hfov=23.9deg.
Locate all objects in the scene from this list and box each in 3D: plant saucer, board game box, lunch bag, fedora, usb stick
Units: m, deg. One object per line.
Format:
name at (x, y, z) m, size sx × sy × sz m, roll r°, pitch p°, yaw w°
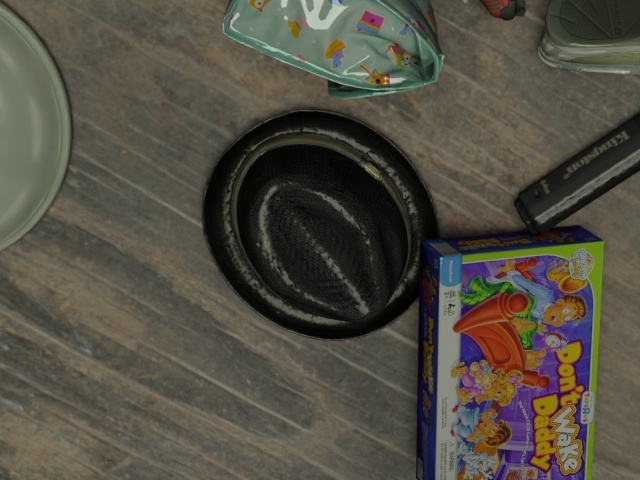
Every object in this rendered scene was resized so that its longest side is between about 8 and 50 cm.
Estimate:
plant saucer at (-0.529, -0.142, 1.961) m, size 0.400 × 0.100 × 0.401 m, roll 0°, pitch 107°, yaw 1°
board game box at (0.251, 0.164, 2.028) m, size 0.233 × 0.078 × 0.347 m, roll -6°, pitch 108°, yaw -16°
lunch bag at (0.026, -0.280, 1.848) m, size 0.262 × 0.223 × 0.160 m, roll 24°, pitch 112°, yaw -9°
fedora at (0.000, 0.000, 1.972) m, size 0.334 × 0.152 × 0.334 m, roll 0°, pitch 107°, yaw 1°
usb stick at (0.380, -0.106, 1.978) m, size 0.278 × 0.077 × 0.045 m, roll -34°, pitch 132°, yaw 11°

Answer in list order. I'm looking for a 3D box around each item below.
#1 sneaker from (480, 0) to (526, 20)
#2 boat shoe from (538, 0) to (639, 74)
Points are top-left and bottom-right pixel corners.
sneaker at (0.171, -0.393, 1.880) m, size 0.135 × 0.098 × 0.276 m, roll -16°, pitch 115°, yaw 19°
boat shoe at (0.440, -0.259, 1.922) m, size 0.320 × 0.103 × 0.118 m, roll -2°, pitch 68°, yaw -2°
